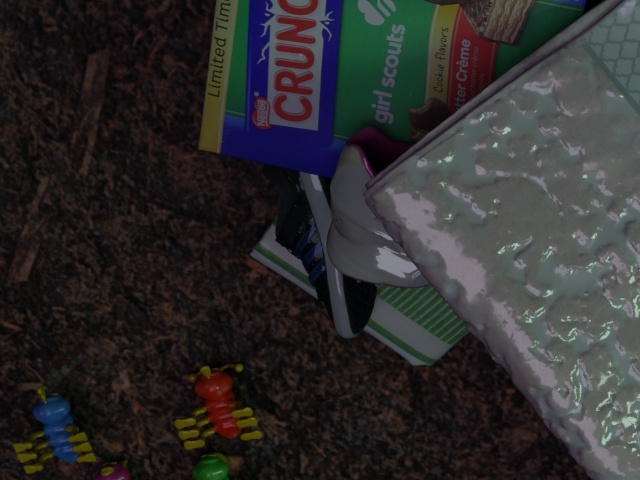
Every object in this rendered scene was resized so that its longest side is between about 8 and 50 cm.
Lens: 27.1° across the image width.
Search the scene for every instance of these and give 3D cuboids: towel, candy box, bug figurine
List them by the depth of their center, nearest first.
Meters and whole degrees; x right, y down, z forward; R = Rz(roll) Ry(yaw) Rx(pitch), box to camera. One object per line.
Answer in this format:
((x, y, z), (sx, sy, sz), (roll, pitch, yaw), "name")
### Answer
((0.255, -0.009, 1.067), (0.317, 0.053, 0.332), (-39, 88, -1), "towel")
((0.066, -0.187, 1.192), (0.317, 0.122, 0.268), (13, 122, 7), "candy box")
((0.109, -0.044, 1.342), (0.248, 0.038, 0.325), (35, 113, -4), "towel")
((-0.190, 0.239, 1.496), (0.279, 0.072, 0.216), (-9, 116, 10), "bug figurine")

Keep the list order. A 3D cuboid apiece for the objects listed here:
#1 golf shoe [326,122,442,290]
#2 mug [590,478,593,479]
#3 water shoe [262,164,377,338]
((0.152, -0.028, 1.135), (0.306, 0.115, 0.140), (2, 121, 11), "golf shoe")
((0.395, 0.214, 1.202), (0.276, 0.374, 0.328), (-18, 108, -3), "mug")
((0.000, 0.000, 1.332), (0.080, 0.073, 0.203), (-1, 108, 34), "water shoe")
